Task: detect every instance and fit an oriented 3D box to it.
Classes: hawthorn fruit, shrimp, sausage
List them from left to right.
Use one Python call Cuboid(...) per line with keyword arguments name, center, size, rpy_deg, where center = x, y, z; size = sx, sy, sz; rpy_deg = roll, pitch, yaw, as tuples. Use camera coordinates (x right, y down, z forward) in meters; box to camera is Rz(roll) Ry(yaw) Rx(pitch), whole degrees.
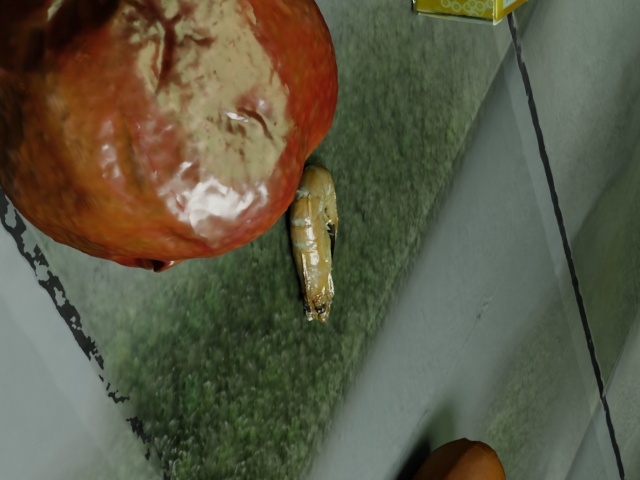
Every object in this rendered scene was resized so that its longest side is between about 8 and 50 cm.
Cuboid(name="hawthorn fruit", center=(-0.084, -0.076, 0.804), size=(0.179, 0.173, 0.173), rpy_deg=(22, 80, -36))
Cuboid(name="shrimp", center=(0.000, 0.000, 1.126), size=(0.059, 0.023, 0.108), rpy_deg=(-57, 148, -51))
Cuboid(name="sausage", center=(0.078, 0.230, 1.309), size=(0.197, 0.076, 0.076), rpy_deg=(-53, 144, -38))

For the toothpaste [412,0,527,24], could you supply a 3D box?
Cuboid(name="toothpaste", center=(0.104, -0.303, 1.155), size=(0.089, 0.071, 0.313), rpy_deg=(-37, 132, -49))
